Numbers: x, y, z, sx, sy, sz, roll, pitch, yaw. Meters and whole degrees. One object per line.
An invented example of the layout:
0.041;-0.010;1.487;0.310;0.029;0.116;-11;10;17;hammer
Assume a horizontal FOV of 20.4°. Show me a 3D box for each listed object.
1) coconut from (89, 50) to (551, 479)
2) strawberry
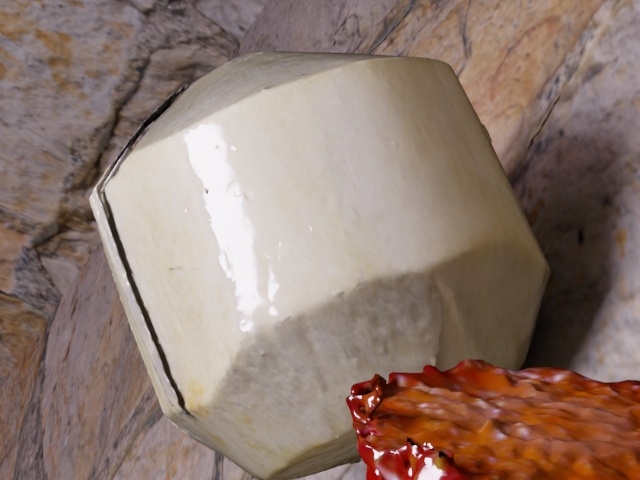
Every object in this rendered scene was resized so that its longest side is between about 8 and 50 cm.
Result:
0.000;0.000;1.247;0.323;0.323;0.323;-51;20;26;coconut
0.127;0.168;0.959;0.234;0.234;0.178;-123;36;-70;strawberry
